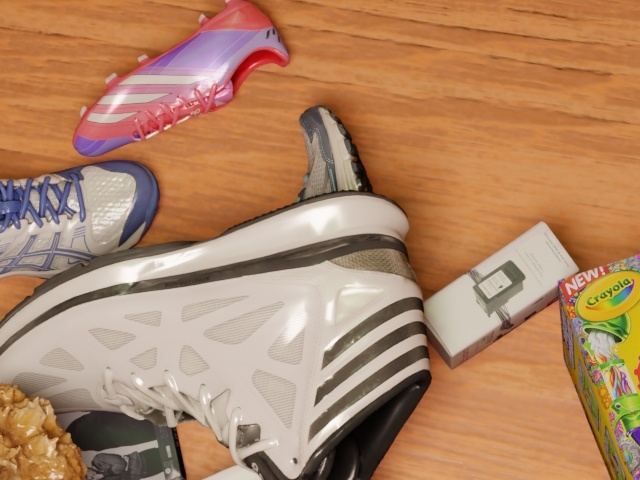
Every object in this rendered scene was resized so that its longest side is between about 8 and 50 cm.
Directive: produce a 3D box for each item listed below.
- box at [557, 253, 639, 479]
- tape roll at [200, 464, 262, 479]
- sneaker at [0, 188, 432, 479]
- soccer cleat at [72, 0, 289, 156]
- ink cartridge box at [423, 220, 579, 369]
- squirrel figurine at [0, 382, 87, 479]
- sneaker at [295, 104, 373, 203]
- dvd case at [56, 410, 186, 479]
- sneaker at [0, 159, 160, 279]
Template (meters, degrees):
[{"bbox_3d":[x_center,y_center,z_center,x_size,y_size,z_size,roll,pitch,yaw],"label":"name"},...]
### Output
[{"bbox_3d":[0.396,0.144,1.325,0.290,0.177,0.279,-19,59,2],"label":"box"},{"bbox_3d":[-0.035,0.349,1.391,0.286,0.100,0.286,-2,75,7],"label":"tape roll"},{"bbox_3d":[-0.110,0.140,1.344,0.448,0.169,0.257,-20,61,15],"label":"sneaker"},{"bbox_3d":[-0.148,-0.158,1.558,0.248,0.083,0.095,-38,78,-7],"label":"soccer cleat"},{"bbox_3d":[0.170,0.057,1.439,0.150,0.109,0.063,-34,77,-3],"label":"ink cartridge box"},{"bbox_3d":[-0.371,0.282,1.365,0.397,0.281,0.370,-27,63,9],"label":"squirrel figurine"},{"bbox_3d":[0.000,0.000,1.480,0.122,0.110,0.283,-14,73,7],"label":"sneaker"},{"bbox_3d":[-0.270,0.188,1.501,0.239,0.029,0.179,-15,73,4],"label":"dvd case"},{"bbox_3d":[-0.311,-0.015,1.511,0.296,0.131,0.111,-19,71,0],"label":"sneaker"}]
